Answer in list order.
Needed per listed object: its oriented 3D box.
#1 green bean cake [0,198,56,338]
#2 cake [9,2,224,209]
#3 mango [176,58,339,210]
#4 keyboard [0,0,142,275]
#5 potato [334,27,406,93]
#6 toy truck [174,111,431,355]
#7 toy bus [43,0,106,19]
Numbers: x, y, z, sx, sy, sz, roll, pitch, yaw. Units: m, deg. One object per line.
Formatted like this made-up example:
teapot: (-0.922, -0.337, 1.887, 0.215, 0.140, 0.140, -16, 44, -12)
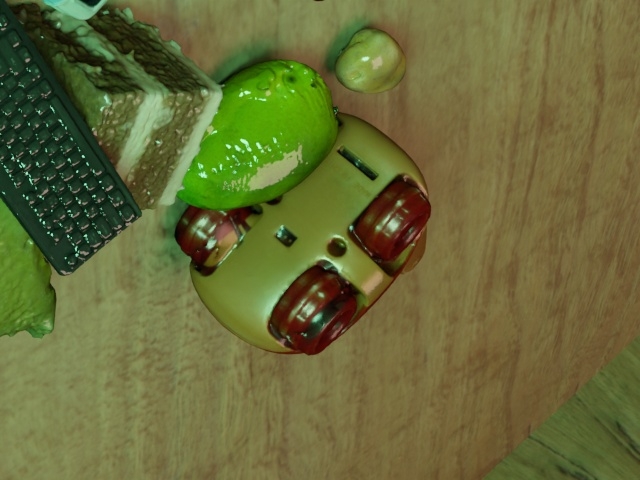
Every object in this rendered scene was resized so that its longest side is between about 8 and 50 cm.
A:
green bean cake: (-0.323, 0.042, 1.301, 0.236, 0.124, 0.233, -39, 154, -24)
cake: (-0.169, -0.101, 1.345, 0.147, 0.135, 0.134, -15, 140, -47)
mango: (-0.065, -0.092, 1.601, 0.178, 0.119, 0.100, -31, -164, -20)
keyboard: (-0.218, -0.094, 1.210, 0.087, 0.017, 0.250, -41, 112, -26)
potato: (0.052, -0.174, 1.732, 0.068, 0.062, 0.083, -30, 143, 31)
toy truck: (0.000, 0.000, 1.756, 0.265, 0.189, 0.239, -47, 165, -8)
toy bus: (-0.126, -0.283, 1.157, 0.271, 0.133, 0.165, -48, 161, 0)
